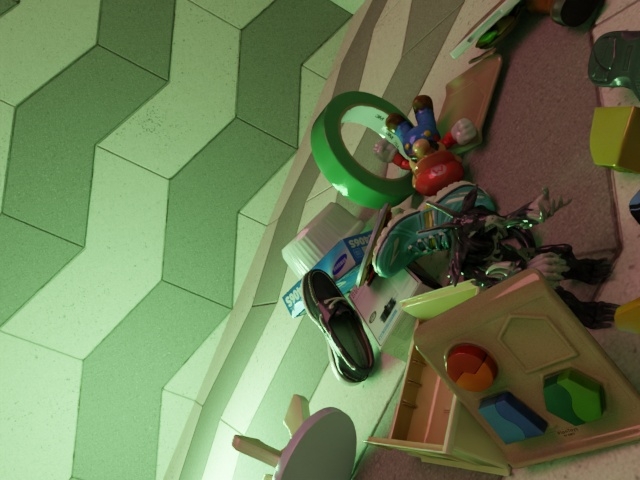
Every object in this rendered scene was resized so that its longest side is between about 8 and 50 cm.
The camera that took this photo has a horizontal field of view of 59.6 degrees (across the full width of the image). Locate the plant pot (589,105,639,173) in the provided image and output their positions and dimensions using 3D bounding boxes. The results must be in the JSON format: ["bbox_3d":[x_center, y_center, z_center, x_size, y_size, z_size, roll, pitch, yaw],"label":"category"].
[{"bbox_3d":[0.442,-0.142,0.808,0.081,0.081,0.083,-138,63,-73],"label":"plant pot"}]

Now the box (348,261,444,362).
[{"bbox_3d":[0.166,0.128,1.236,0.169,0.087,0.290,-61,17,10],"label":"box"}]

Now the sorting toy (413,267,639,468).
[{"bbox_3d":[0.275,0.149,0.659,0.307,0.229,0.041,-39,-3,42],"label":"sorting toy"}]

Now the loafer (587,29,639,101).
[{"bbox_3d":[0.475,-0.239,0.763,0.302,0.095,0.109,-90,4,-66],"label":"loafer"}]

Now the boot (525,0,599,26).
[{"bbox_3d":[0.551,-0.573,1.147,0.280,0.096,0.264,-79,13,-60],"label":"boot"}]

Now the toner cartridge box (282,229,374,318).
[{"bbox_3d":[0.046,0.092,1.513,0.075,0.165,0.348,61,140,15],"label":"toner cartridge box"}]

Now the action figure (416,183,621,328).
[{"bbox_3d":[0.274,0.010,0.743,0.141,0.276,0.164,-40,29,56],"label":"action figure"}]

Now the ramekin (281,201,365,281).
[{"bbox_3d":[0.000,0.000,1.694,0.273,0.127,0.273,-44,3,3],"label":"ramekin"}]

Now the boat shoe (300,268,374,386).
[{"bbox_3d":[0.046,0.186,1.317,0.302,0.114,0.091,62,146,22],"label":"boat shoe"}]

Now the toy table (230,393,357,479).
[{"bbox_3d":[-0.048,0.467,1.181,0.161,0.252,0.274,10,66,56],"label":"toy table"}]

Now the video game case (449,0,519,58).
[{"bbox_3d":[0.426,-0.554,1.375,0.206,0.026,0.227,-38,9,42],"label":"video game case"}]

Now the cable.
[{"bbox_3d":[0.312,0.034,0.998,0.150,0.047,0.184,-65,17,-2],"label":"cable"}]

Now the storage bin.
[{"bbox_3d":[0.202,0.224,0.922,0.260,0.123,0.262,-31,37,61],"label":"storage bin"}]

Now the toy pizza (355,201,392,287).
[{"bbox_3d":[0.125,0.013,1.229,0.201,0.032,0.201,20,-90,-82],"label":"toy pizza"}]

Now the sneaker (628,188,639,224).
[{"bbox_3d":[0.416,0.018,0.642,0.090,0.081,0.232,-51,21,18],"label":"sneaker"}]

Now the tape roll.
[{"bbox_3d":[0.132,-0.239,1.463,0.077,0.321,0.321,-44,26,51],"label":"tape roll"}]

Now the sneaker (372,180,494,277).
[{"bbox_3d":[0.223,-0.018,1.126,0.275,0.107,0.110,-37,40,1],"label":"sneaker"}]

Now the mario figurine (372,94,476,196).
[{"bbox_3d":[0.239,-0.238,1.319,0.320,0.170,0.198,-102,27,-47],"label":"mario figurine"}]

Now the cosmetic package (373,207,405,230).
[{"bbox_3d":[0.191,-0.048,1.496,0.060,0.041,0.115,-68,17,-10],"label":"cosmetic package"}]

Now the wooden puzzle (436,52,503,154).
[{"bbox_3d":[0.359,-0.317,1.390,0.221,0.044,0.238,-20,51,67],"label":"wooden puzzle"}]

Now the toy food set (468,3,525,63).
[{"bbox_3d":[0.435,-0.523,1.368,0.192,0.038,0.132,-51,14,-7],"label":"toy food set"}]
